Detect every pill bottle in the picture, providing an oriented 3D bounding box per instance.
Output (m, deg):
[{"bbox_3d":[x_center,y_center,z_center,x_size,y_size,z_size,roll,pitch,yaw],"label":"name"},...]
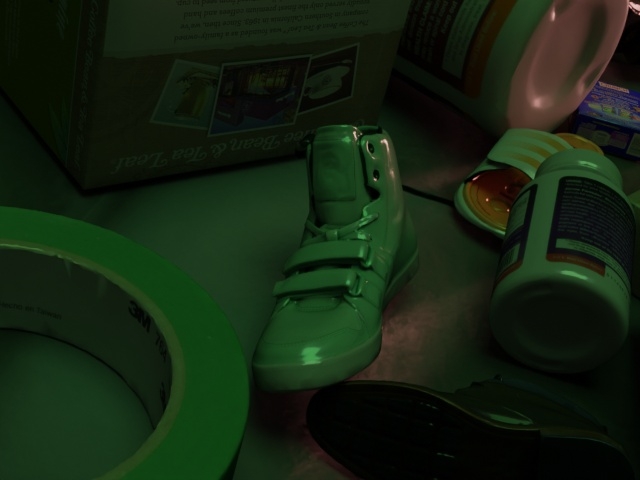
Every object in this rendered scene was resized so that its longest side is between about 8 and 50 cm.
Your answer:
[{"bbox_3d":[0.206,0.009,0.901,0.108,0.108,0.193,18,42,5],"label":"pill bottle"},{"bbox_3d":[0.123,-0.292,1.212,0.224,0.224,0.392,-21,48,-42],"label":"pill bottle"}]

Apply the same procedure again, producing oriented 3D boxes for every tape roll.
[{"bbox_3d":[-0.206,0.098,0.659,0.321,0.077,0.321,11,35,-7],"label":"tape roll"}]

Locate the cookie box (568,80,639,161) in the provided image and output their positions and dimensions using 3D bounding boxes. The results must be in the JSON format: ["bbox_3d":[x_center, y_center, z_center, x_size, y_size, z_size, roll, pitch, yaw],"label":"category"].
[{"bbox_3d":[0.334,-0.142,1.245,0.091,0.040,0.107,17,34,2],"label":"cookie box"}]

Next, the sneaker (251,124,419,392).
[{"bbox_3d":[0.000,0.000,0.797,0.094,0.151,0.256,-6,22,22],"label":"sneaker"}]

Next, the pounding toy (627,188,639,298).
[{"bbox_3d":[0.396,0.006,1.009,0.181,0.094,0.206,37,40,29],"label":"pounding toy"}]

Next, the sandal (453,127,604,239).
[{"bbox_3d":[0.220,-0.080,1.080,0.102,0.076,0.265,29,36,20],"label":"sandal"}]

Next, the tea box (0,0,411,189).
[{"bbox_3d":[-0.138,-0.241,1.043,0.329,0.220,0.323,-14,44,-36],"label":"tea box"}]

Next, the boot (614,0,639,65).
[{"bbox_3d":[0.347,-0.340,1.392,0.263,0.091,0.229,11,48,-36],"label":"boot"}]

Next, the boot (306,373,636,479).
[{"bbox_3d":[0.104,0.137,0.752,0.219,0.082,0.106,13,9,11],"label":"boot"}]
